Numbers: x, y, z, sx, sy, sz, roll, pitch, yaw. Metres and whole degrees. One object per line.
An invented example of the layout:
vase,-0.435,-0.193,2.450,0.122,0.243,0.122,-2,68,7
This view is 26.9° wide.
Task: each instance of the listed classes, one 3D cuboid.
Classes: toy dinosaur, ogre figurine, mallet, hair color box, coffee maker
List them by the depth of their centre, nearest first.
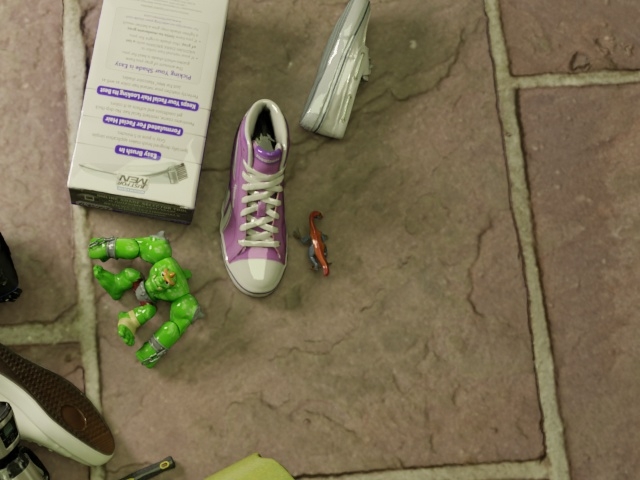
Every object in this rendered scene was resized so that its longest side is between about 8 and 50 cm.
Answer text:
coffee maker,-0.455,0.319,1.780,0.171,0.120,0.178,-24,107,0
mallet,-0.291,0.358,1.877,0.189,0.039,0.062,-16,78,-14
ogre figurine,-0.247,0.069,1.920,0.118,0.097,0.197,-27,66,6
hair color box,-0.251,-0.209,1.973,0.185,0.110,0.339,10,75,-6
toy dinosaur,0.000,0.000,1.976,0.047,0.090,0.082,-14,111,-25

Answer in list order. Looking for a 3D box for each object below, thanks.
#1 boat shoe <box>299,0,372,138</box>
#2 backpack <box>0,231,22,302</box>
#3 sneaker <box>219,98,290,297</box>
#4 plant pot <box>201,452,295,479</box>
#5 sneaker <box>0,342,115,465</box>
boat shoe,0.040,-0.262,2.042,0.076,0.083,0.226,23,87,-13
backpack,-0.520,0.041,1.857,0.173,0.158,0.117,-25,121,-7
sneaker,-0.092,-0.065,1.932,0.102,0.161,0.282,0,78,-8
plant pot,-0.133,0.425,1.780,0.254,0.276,0.276,-32,82,-24
sneaker,-0.425,0.238,1.871,0.290,0.106,0.123,37,112,-7
